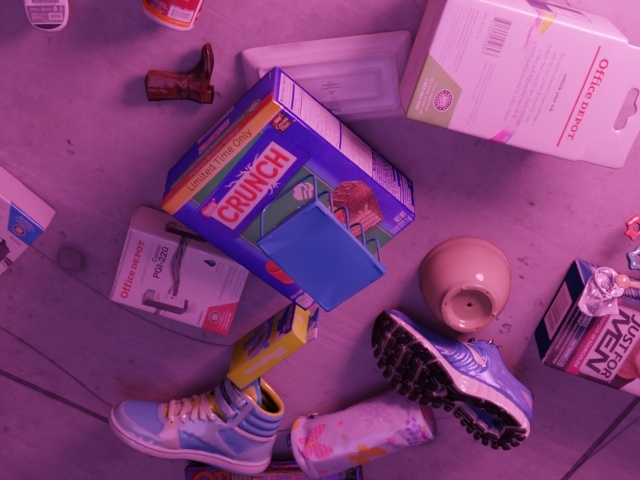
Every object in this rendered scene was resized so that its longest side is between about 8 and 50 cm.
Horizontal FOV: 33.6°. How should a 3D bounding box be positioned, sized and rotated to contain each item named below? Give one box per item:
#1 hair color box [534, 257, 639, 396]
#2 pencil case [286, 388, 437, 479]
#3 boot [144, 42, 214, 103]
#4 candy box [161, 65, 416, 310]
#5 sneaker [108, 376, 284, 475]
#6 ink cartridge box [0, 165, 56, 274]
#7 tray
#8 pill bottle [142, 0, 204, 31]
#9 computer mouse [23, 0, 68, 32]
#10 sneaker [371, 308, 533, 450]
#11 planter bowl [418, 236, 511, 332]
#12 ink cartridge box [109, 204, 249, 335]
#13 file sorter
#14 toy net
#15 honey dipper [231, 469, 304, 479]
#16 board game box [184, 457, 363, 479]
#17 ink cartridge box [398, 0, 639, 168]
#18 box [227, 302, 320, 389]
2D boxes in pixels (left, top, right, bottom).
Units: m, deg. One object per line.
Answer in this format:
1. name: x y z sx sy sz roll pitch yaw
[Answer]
1. hair color box: 0.571 0.176 1.844 0.347 0.105 0.174 18 118 -8
2. pencil case: 0.079 0.350 1.960 0.273 0.124 0.113 -20 131 14
3. boot: -0.228 -0.267 1.682 0.114 0.037 0.106 6 117 5
4. candy box: -0.048 -0.076 1.707 0.317 0.122 0.268 38 116 -23
5. sneaker: -0.215 0.304 1.948 0.319 0.127 0.208 15 121 -16
6. ink cartridge box: -0.571 -0.019 1.809 0.139 0.082 0.190 41 112 -18
7. tray: 0.015 -0.247 1.681 0.270 0.030 0.145 -5 120 6
8. pill bottle: -0.202 -0.397 1.577 0.086 0.086 0.152 23 117 -10
9. computer mouse: -0.421 -0.414 1.606 0.106 0.042 0.193 0 114 -2
10. sneaker: 0.237 0.230 1.888 0.330 0.147 0.130 37 128 4
11. planter bowl: 0.250 0.089 1.810 0.162 0.109 0.162 1 119 3
12. ink cartridge box: -0.238 0.052 1.825 0.217 0.092 0.159 19 118 -5
13. file sorter: 0.000 0.000 1.623 0.118 0.104 0.170 -35 120 19
14. toy net: 0.515 0.037 1.735 0.232 0.045 0.122 -33 92 -11
15. honey dipper: -0.088 0.446 2.024 0.160 0.030 0.031 -2 119 2
16. board game box: -0.085 0.530 2.057 0.346 0.056 0.208 -6 85 6
17. ink cartridge box: 0.318 -0.253 1.601 0.353 0.119 0.207 14 117 -10
18. box: -0.083 0.179 1.877 0.178 0.109 0.042 -36 110 20
